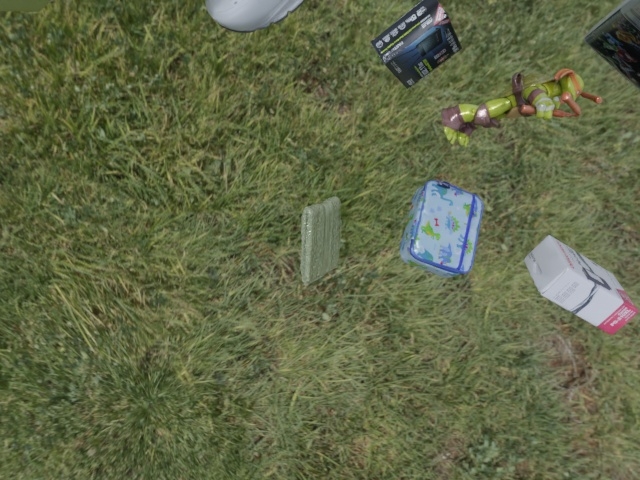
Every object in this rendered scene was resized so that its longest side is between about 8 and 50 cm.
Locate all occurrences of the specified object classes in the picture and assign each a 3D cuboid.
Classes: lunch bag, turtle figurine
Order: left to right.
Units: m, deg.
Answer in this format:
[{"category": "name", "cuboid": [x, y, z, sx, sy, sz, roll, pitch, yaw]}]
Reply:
[{"category": "lunch bag", "cuboid": [0.302, -0.028, 1.289, 0.176, 0.090, 0.219, 21, 73, -10]}, {"category": "turtle figurine", "cuboid": [0.300, -0.210, 0.802, 0.269, 0.217, 0.087, -32, 105, -58]}]

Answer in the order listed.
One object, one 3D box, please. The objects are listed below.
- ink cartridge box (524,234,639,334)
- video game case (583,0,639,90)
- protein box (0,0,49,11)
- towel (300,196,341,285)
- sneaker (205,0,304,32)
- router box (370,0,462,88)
[{"category": "ink cartridge box", "cuboid": [0.673, 0.113, 1.374, 0.237, 0.100, 0.172, 29, 28, -11]}, {"category": "video game case", "cuboid": [0.273, -0.096, 0.349, 0.190, 0.173, 0.022, 43, 105, 3]}, {"category": "protein box", "cuboid": [-0.222, -0.284, 0.366, 0.201, 0.200, 0.136, -39, 112, 11]}, {"category": "towel", "cuboid": [0.000, 0.000, 0.953, 0.110, 0.027, 0.148, -26, 124, -52]}, {"category": "sneaker", "cuboid": [-0.031, -0.314, 0.423, 0.111, 0.297, 0.129, 42, 28, 17]}, {"category": "router box", "cuboid": [0.127, -0.253, 0.684, 0.092, 0.122, 0.038, -33, 77, 20]}]
